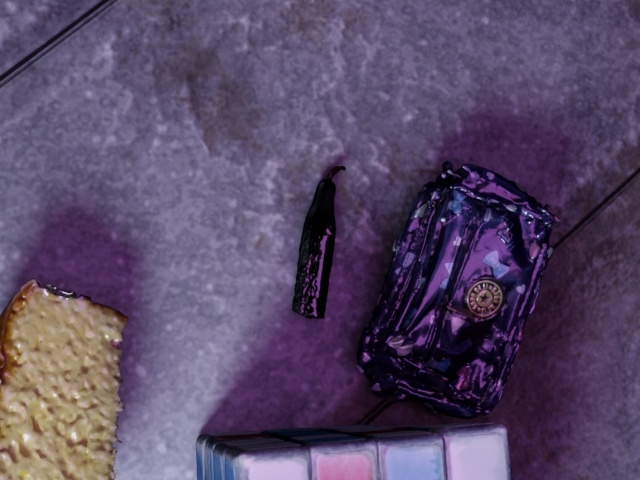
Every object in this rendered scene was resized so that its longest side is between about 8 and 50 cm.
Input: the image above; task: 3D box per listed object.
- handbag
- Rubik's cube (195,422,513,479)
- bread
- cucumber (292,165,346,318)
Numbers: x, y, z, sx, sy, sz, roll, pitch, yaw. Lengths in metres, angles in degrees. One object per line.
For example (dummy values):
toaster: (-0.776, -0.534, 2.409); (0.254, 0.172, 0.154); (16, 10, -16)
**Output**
handbag: (0.139, 0.052, 1.388); (0.162, 0.113, 0.260); (22, 87, -6)
Rubik's cube: (0.027, 0.303, 1.259); (0.253, 0.256, 0.259); (-3, 85, -14)
bread: (-0.262, 0.178, 1.254); (0.129, 0.134, 0.260); (15, 67, -29)
cucumber: (0.000, 0.000, 1.391); (0.043, 0.039, 0.163); (10, 84, -36)
